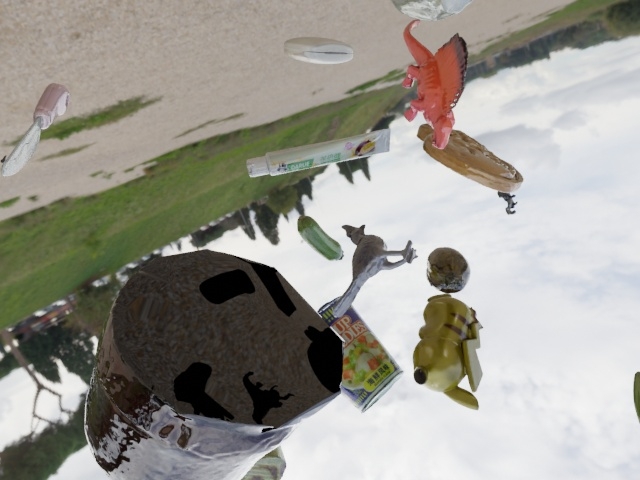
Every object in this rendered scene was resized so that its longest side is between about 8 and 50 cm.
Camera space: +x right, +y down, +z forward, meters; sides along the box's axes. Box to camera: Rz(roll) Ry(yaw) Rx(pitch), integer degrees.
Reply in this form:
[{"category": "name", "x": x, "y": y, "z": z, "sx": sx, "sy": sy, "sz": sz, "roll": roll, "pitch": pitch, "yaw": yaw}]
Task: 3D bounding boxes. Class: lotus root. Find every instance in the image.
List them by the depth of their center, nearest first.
[{"category": "lotus root", "x": 0.345, "y": 0.081, "z": 1.330, "sx": 0.120, "sy": 0.120, "sz": 0.209, "roll": -22, "pitch": -165, "yaw": 4}]

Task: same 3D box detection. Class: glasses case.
[{"category": "glasses case", "x": 0.000, "y": -0.401, "z": 1.040, "sx": 0.081, "sy": 0.051, "sz": 0.204, "roll": 18, "pitch": -155, "yaw": 28}]

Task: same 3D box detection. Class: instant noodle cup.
[{"category": "instant noodle cup", "x": 0.098, "y": 0.383, "z": 1.619, "sx": 0.284, "sy": 0.312, "sz": 0.284, "roll": -38, "pitch": 157, "yaw": -19}]

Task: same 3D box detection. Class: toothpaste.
[{"category": "toothpaste", "x": -0.003, "y": -0.188, "z": 1.072, "sx": 0.314, "sy": 0.056, "sz": 0.058, "roll": -11, "pitch": -165, "yaw": 0}]

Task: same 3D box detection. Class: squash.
[{"category": "squash", "x": 0.000, "y": 0.000, "z": 1.570, "sx": 0.068, "sy": 0.219, "sz": 0.077, "roll": -16, "pitch": -134, "yaw": 39}]

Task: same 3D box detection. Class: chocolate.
[{"category": "chocolate", "x": -0.196, "y": 0.256, "z": 0.831, "sx": 0.383, "sy": 0.384, "sz": 0.331, "roll": -44, "pitch": 161, "yaw": -59}]

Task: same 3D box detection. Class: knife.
[{"category": "knife", "x": -0.579, "y": -0.217, "z": 0.993, "sx": 0.043, "sy": 0.081, "sz": 0.336, "roll": 13, "pitch": -140, "yaw": -15}]

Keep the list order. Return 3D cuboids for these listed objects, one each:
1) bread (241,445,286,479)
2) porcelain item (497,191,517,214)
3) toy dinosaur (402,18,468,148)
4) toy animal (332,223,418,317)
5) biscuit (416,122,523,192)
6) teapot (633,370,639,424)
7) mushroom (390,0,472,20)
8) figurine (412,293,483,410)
[{"category": "bread", "x": -0.231, "y": 0.643, "z": 1.578, "sx": 0.155, "sy": 0.187, "sz": 0.338, "roll": 19, "pitch": -166, "yaw": -30}, {"category": "porcelain item", "x": 0.541, "y": -0.145, "z": 1.410, "sx": 0.021, "sy": 0.136, "sz": 0.075, "roll": -17, "pitch": 168, "yaw": -36}, {"category": "toy dinosaur", "x": 0.177, "y": -0.274, "z": 0.752, "sx": 0.070, "sy": 0.286, "sz": 0.139, "roll": 2, "pitch": 159, "yaw": -10}, {"category": "toy animal", "x": 0.142, "y": 0.049, "z": 1.250, "sx": 0.206, "sy": 0.081, "sz": 0.367, "roll": -11, "pitch": -147, "yaw": 14}, {"category": "biscuit", "x": 0.289, "y": -0.175, "z": 0.975, "sx": 0.202, "sy": 0.044, "sz": 0.288, "roll": 18, "pitch": -151, "yaw": -11}, {"category": "teapot", "x": 0.444, "y": 0.218, "z": 0.603, "sx": 0.124, "sy": 0.092, "sz": 0.090, "roll": 8, "pitch": -119, "yaw": 19}, {"category": "mushroom", "x": 0.113, "y": -0.387, "z": 0.683, "sx": 0.159, "sy": 0.122, "sz": 0.329, "roll": -20, "pitch": -144, "yaw": -23}, {"category": "figurine", "x": 0.363, "y": 0.314, "z": 1.399, "sx": 0.169, "sy": 0.218, "sz": 0.326, "roll": -33, "pitch": -155, "yaw": 55}]
